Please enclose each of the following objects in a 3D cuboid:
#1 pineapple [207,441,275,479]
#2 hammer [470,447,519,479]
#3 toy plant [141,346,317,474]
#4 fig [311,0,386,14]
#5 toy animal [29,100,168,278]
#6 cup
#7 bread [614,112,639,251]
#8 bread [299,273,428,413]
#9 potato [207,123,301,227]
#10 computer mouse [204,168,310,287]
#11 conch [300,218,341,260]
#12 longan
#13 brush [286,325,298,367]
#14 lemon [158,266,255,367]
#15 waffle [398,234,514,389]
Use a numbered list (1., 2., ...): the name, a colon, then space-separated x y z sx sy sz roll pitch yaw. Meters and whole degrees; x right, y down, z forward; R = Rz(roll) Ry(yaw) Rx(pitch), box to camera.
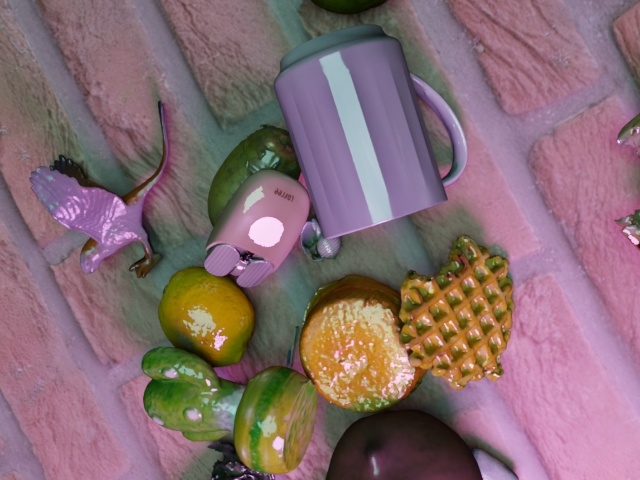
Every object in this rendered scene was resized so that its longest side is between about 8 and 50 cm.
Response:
1. pineapple: -0.167 0.473 1.349 0.170 0.141 0.310 15 83 32
2. hammer: 0.287 0.497 1.314 0.116 0.069 0.194 34 106 5
3. toy plant: -0.176 0.301 1.243 0.315 0.184 0.224 11 130 18
4. fig: 0.071 -0.518 1.174 0.233 0.314 0.233 -3 100 -18
5. toy animal: -0.384 -0.083 1.374 0.284 0.225 0.302 -26 103 -11
6. cup: 0.105 -0.201 1.228 0.322 0.237 0.327 -17 90 -20
7. bread: 0.659 -0.073 1.157 0.314 0.191 0.370 -45 81 13
8. bread: 0.075 0.199 1.285 0.268 0.145 0.269 1 95 12
9. potato: -0.128 -0.105 1.316 0.149 0.113 0.251 28 111 -7
10. computer mouse: -0.115 -0.018 1.252 0.145 0.082 0.237 26 112 -24
11. conch: 0.003 0.001 1.329 0.076 0.056 0.085 -33 67 28
12. longan: 0.145 0.447 1.206 0.297 0.297 0.298 1 93 9
13. brush: -0.056 0.212 1.369 0.013 0.016 0.084 11 95 19
14. lemon: -0.217 0.146 1.317 0.207 0.170 0.170 41 98 1
15. waffle: 0.249 0.126 1.233 0.291 0.051 0.291 2 85 -30
